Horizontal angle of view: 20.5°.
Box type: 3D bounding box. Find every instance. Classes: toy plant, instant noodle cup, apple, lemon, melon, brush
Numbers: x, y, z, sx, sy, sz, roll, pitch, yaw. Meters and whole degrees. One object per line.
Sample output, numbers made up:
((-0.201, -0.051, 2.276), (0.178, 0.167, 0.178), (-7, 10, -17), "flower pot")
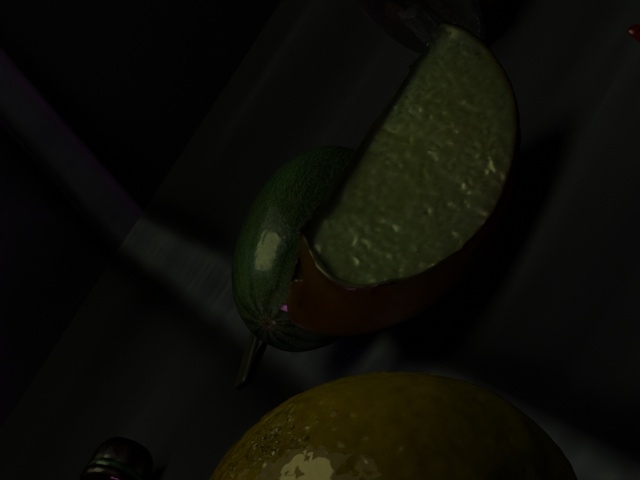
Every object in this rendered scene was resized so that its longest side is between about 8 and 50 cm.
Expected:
((-0.287, 0.345, 2.353), (0.093, 0.093, 0.162), (-38, 21, 51), "toy plant")
((0.174, -0.384, 2.342), (0.207, 0.217, 0.217), (-52, 11, -24), "instant noodle cup")
((0.095, -0.045, 1.810), (0.254, 0.179, 0.346), (-9, 43, 55), "apple")
((0.044, 0.217, 1.129), (0.293, 0.293, 0.293), (-50, 14, 17), "lemon")
((0.000, 0.000, 2.018), (0.182, 0.182, 0.288), (-38, 22, 50), "melon")
((-0.076, 0.117, 2.341), (0.034, 0.027, 0.190), (-44, 24, 52), "brush")

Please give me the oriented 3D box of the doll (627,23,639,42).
((0.409, -0.299, 1.552), (0.384, 0.099, 0.188), (-53, 13, 20), "doll")
